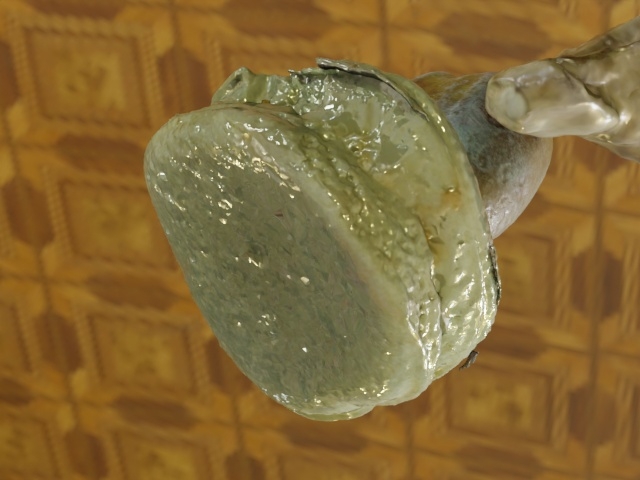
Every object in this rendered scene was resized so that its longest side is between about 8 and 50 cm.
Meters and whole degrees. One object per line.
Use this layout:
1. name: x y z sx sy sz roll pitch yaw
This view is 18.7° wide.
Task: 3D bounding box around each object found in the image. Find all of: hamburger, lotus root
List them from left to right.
1. hamburger: 0.000 0.000 0.688 0.140 0.062 0.133 -16 106 59
2. lotus root: 0.068 -0.039 1.148 0.113 0.192 0.088 7 123 24

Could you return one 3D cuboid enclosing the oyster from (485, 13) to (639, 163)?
1. oyster: 0.260 -0.045 0.780 0.396 0.204 0.111 21 129 -5
